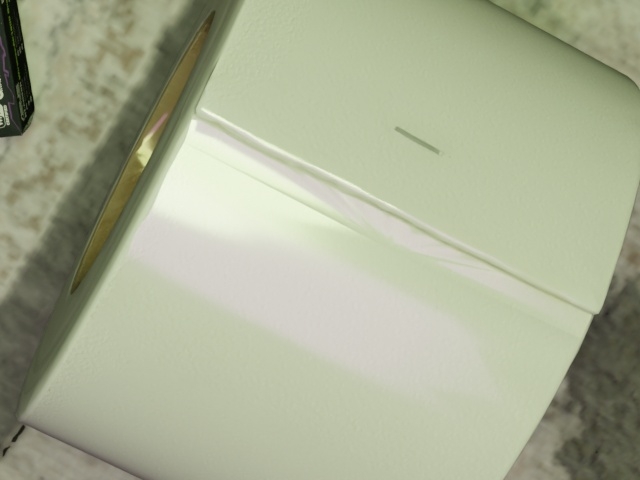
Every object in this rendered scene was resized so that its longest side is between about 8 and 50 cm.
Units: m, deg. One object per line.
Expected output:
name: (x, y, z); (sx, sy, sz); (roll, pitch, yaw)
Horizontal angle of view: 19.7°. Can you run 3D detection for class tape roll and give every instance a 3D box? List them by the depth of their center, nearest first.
tape roll: (0.000, 0.000, 0.770); (0.169, 0.246, 0.246); (27, 110, -9)

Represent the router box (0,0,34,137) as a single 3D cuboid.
router box: (-0.187, -0.105, 0.839); (0.092, 0.038, 0.122); (-5, 112, 4)
